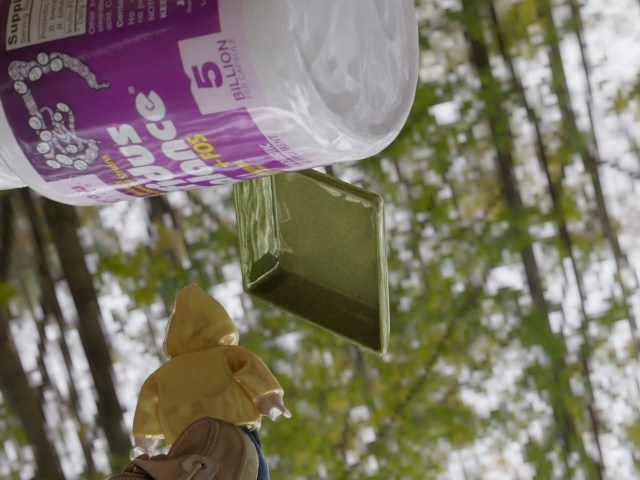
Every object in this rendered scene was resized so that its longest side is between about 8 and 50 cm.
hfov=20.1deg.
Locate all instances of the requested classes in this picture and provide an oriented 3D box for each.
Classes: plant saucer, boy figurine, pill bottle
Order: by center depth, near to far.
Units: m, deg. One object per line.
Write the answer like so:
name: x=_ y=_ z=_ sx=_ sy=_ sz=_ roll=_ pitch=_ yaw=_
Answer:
pill bottle: x=-0.106 y=-0.110 z=1.112 sx=0.302 sy=0.169 sz=0.169 roll=-9 pitch=-162 yaw=32
plant saucer: x=0.000 y=0.000 z=1.797 sx=0.188 sy=0.188 sz=0.045 roll=23 pitch=-136 yaw=33
boy figurine: x=-0.121 y=0.179 z=1.887 sx=0.177 sy=0.092 sz=0.285 roll=-23 pitch=-126 yaw=10

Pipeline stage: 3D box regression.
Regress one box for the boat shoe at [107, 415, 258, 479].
boat shoe: x=-0.142 y=0.240 z=1.632 sx=0.121 sy=0.110 sz=0.341 roll=-45 pitch=-169 yaw=19
